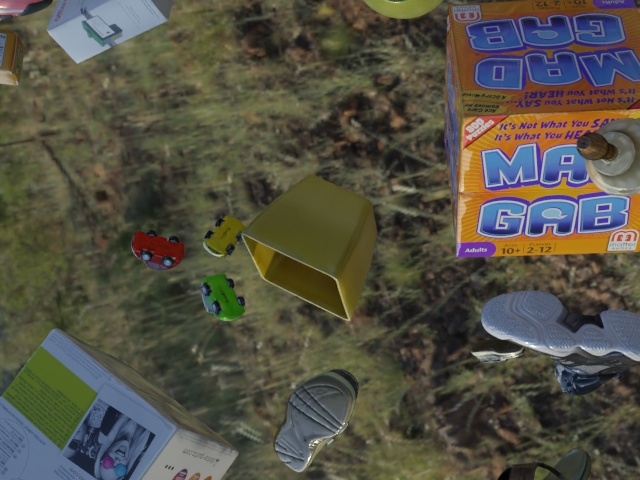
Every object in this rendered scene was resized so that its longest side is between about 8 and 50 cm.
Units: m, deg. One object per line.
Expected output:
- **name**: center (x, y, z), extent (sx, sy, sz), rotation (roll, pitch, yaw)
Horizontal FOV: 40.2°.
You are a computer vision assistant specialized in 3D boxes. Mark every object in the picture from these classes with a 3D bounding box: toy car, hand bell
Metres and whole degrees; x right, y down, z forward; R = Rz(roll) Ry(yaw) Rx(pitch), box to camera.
- **toy car**: center (-0.214, 0.064, 1.625), extent (0.225, 0.239, 0.053), rotation (58, 140, 25)
- **hand bell**: center (0.423, -0.131, 1.296), extent (0.126, 0.242, 0.126), rotation (1, 91, 32)

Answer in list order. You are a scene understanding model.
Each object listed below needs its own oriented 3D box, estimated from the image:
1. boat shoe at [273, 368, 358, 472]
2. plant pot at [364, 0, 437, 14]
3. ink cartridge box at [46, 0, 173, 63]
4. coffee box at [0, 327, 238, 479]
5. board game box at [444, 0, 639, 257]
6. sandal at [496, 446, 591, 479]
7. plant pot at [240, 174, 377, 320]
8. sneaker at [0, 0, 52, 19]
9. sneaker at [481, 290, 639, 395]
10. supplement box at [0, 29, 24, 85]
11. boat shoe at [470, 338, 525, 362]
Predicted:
- **boat shoe**: center (0.000, 0.227, 1.158), extent (0.080, 0.073, 0.223), rotation (38, 136, 12)
- **plant pot**: center (0.192, -0.651, 2.075), extent (0.293, 0.275, 0.274), rotation (-70, -23, -68)
- **ink cartridge box**: center (-0.391, -0.450, 1.655), extent (0.092, 0.219, 0.160), rotation (52, -151, -39)
- **coffee box**: center (-0.425, 0.428, 1.682), extent (0.338, 0.334, 0.337), rotation (32, 170, 24)
- **board game box**: center (0.432, -0.218, 1.691), extent (0.356, 0.356, 0.356), rotation (84, -174, -46)
- **sandal**: center (0.317, 0.420, 1.431), extent (0.086, 0.303, 0.120), rotation (61, 167, 5)
- **plant pot**: center (0.000, 0.000, 1.708), extent (0.212, 0.187, 0.212), rotation (24, 159, 20)
- **sneaker**: center (-0.567, -0.441, 1.342), extent (0.116, 0.314, 0.136), rotation (-84, 13, -56)
- **sneaker**: center (0.367, 0.168, 1.353), extent (0.153, 0.269, 0.101), rotation (103, 175, -50)
- **supplement box**: center (-0.620, -0.320, 1.454), extent (0.078, 0.233, 0.080), rotation (146, 133, -78)
- **boat shoe**: center (0.418, 0.257, 2.022), extent (0.049, 0.056, 0.152), rotation (51, 150, -20)
